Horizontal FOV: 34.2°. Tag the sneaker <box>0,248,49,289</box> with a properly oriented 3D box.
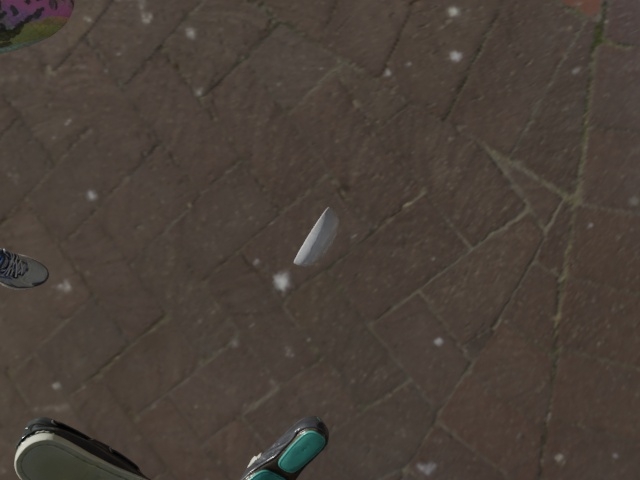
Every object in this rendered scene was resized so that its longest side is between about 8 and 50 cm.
[{"bbox_3d":[-0.442,0.036,1.448,0.058,0.135,0.052,-9,67,61],"label":"sneaker"}]

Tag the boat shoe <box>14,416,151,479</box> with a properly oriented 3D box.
[{"bbox_3d":[-0.352,0.394,1.686,0.340,0.113,0.127,37,98,-29],"label":"boat shoe"}]

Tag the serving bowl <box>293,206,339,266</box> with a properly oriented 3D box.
[{"bbox_3d":[0.000,0.000,1.286,0.027,0.083,0.083,32,121,4],"label":"serving bowl"}]

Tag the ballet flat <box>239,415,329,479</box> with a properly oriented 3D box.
[{"bbox_3d":[-0.062,0.337,1.574,0.074,0.074,0.203,46,107,7],"label":"ballet flat"}]

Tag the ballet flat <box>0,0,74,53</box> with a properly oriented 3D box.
[{"bbox_3d":[-0.268,-0.160,0.645,0.222,0.079,0.077,7,87,6],"label":"ballet flat"}]
